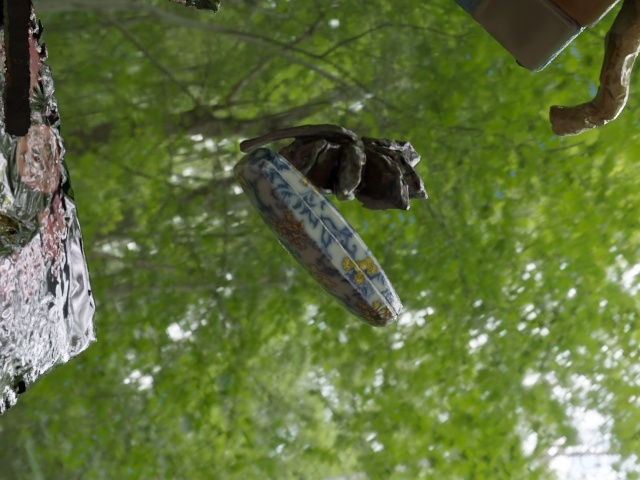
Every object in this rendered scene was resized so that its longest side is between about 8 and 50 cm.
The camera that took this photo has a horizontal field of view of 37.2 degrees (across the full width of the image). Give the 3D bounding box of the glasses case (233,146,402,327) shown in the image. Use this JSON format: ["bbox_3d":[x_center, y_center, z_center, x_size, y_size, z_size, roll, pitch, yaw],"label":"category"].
[{"bbox_3d":[0.000,0.000,1.035,0.248,0.065,0.087,52,-18,-24],"label":"glasses case"}]

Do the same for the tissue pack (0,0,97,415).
[{"bbox_3d":[-0.293,-0.023,0.711,0.123,0.245,0.332,2,-70,23],"label":"tissue pack"}]

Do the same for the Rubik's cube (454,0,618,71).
[{"bbox_3d":[0.291,-0.476,1.100,0.347,0.346,0.344,42,-26,-1],"label":"Rubik's cube"}]

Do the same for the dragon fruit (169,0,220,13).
[{"bbox_3d":[-0.178,-0.469,1.340,0.298,0.244,0.244,54,-49,15],"label":"dragon fruit"}]

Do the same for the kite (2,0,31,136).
[{"bbox_3d":[-0.138,-0.175,0.291,0.015,0.152,0.285,-125,-143,-74],"label":"kite"}]

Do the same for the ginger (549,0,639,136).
[{"bbox_3d":[0.377,-0.246,1.168,0.075,0.089,0.288,19,-57,-14],"label":"ginger"}]

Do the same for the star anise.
[{"bbox_3d":[0.023,-0.096,1.167,0.209,0.231,0.089,-127,-131,-69],"label":"star anise"}]
